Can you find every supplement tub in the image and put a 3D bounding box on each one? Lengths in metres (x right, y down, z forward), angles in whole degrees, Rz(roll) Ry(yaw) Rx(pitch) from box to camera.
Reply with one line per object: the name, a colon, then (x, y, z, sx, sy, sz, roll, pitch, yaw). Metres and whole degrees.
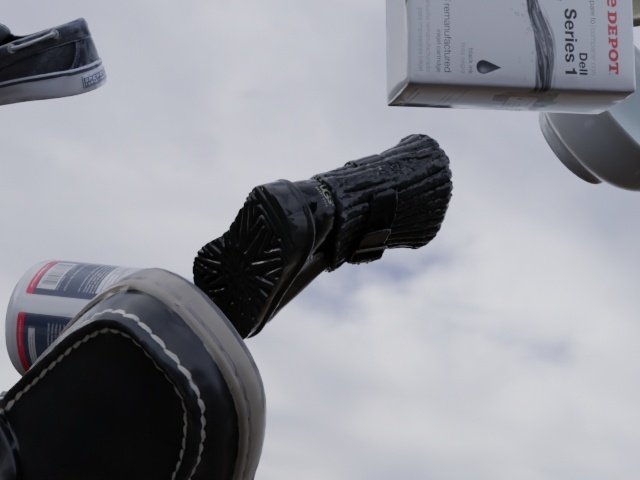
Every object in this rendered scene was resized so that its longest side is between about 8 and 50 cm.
supplement tub: (-0.304, 0.131, 1.814, 0.272, 0.191, 0.191, 5, -23, 21)

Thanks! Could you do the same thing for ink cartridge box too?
ink cartridge box: (0.175, -0.206, 1.148, 0.219, 0.160, 0.092, 0, -7, -10)

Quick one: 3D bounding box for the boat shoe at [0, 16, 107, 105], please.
boat shoe: (-0.408, -0.220, 1.521, 0.301, 0.108, 0.102, -3, -68, 26)

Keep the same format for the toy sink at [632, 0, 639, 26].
toy sink: (0.362, -0.379, 1.414, 0.152, 0.234, 0.131, -4, -28, 23)

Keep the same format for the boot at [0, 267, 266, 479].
boot: (-0.202, 0.187, 0.617, 0.138, 0.284, 0.377, 50, -50, 6)

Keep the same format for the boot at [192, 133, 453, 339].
boot: (0.002, 0.003, 1.584, 0.260, 0.131, 0.348, -20, -13, -33)

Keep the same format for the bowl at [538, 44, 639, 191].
bowl: (0.414, -0.175, 1.790, 0.298, 0.298, 0.134, 25, -50, -31)
